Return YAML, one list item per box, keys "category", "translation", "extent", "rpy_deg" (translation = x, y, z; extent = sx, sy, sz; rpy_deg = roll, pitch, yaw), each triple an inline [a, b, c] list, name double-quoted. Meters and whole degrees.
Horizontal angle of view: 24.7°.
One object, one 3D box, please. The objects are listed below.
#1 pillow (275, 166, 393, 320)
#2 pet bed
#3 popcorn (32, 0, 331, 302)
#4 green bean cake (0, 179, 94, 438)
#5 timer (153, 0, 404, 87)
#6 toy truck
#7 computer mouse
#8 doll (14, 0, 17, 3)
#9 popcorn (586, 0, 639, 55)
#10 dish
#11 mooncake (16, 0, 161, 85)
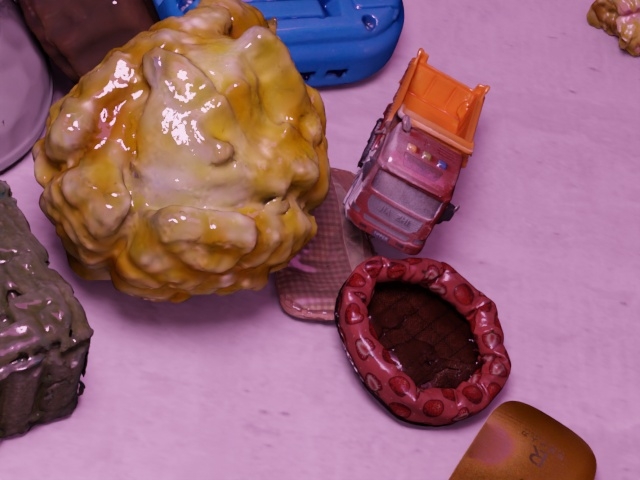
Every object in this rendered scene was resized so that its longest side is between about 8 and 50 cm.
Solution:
- category: "pillow"
  translation: [0.003, 0.001, 1.595]
  extent: [0.135, 0.034, 0.211]
  rpy_deg: [1, 53, -23]
- category: "pet bed"
  translation: [0.108, 0.101, 1.521]
  extent: [0.201, 0.053, 0.201]
  rpy_deg: [15, 56, -22]
- category: "popcorn"
  translation: [-0.122, -0.082, 1.457]
  extent: [0.335, 0.274, 0.279]
  rpy_deg: [-24, 65, -35]
- category: "green bean cake"
  translation: [-0.359, 0.069, 1.342]
  extent: [0.241, 0.132, 0.255]
  rpy_deg: [-19, 60, -28]
- category: "timer"
  translation: [-0.068, -0.332, 1.799]
  extent: [0.309, 0.115, 0.340]
  rpy_deg: [-8, 55, -23]
- category: "toy truck"
  translation: [0.111, -0.101, 1.627]
  extent: [0.114, 0.135, 0.270]
  rpy_deg: [28, 33, -4]
- category: "computer mouse"
  translation: [0.188, 0.253, 1.437]
  extent: [0.126, 0.056, 0.245]
  rpy_deg: [33, 49, 9]
- category: "doll"
  translation: [-0.353, -0.313, 1.709]
  extent: [0.104, 0.062, 0.195]
  rpy_deg: [0, 59, 3]
- category: "popcorn"
  translation: [0.422, -0.304, 1.979]
  extent: [0.109, 0.089, 0.097]
  rpy_deg: [31, 12, -5]
- category: "dish"
  translation: [-0.412, -0.199, 1.530]
  extent: [0.303, 0.120, 0.303]
  rpy_deg: [7, 57, -11]
- category: "mooncake"
  translation: [-0.252, -0.260, 1.603]
  extent: [0.124, 0.228, 0.228]
  rpy_deg: [-27, 59, 2]
